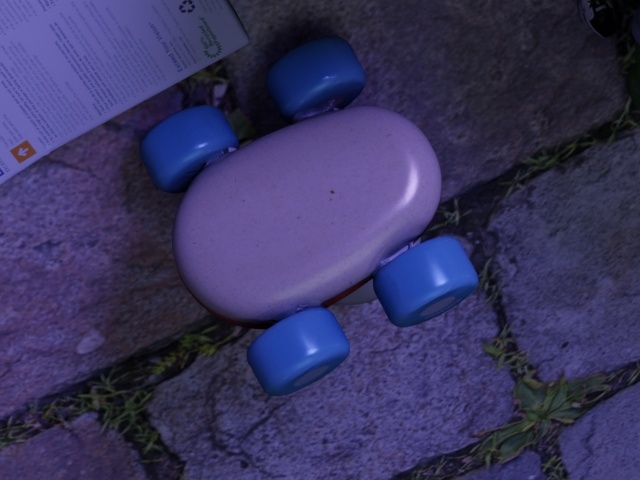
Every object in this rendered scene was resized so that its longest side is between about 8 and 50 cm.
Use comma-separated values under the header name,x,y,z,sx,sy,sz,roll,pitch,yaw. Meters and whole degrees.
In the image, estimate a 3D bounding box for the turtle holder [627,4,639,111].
name,x,y,z,sx,sy,sz,roll,pitch,yaw
turtle holder,0.343,-0.162,1.333,0.320,0.243,0.227,-30,127,-56

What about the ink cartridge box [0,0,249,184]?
name,x,y,z,sx,sy,sz,roll,pitch,yaw
ink cartridge box,-0.191,-0.165,1.226,0.224,0.045,0.223,-29,136,1

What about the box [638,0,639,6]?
name,x,y,z,sx,sy,sz,roll,pitch,yaw
box,0.347,-0.283,1.180,0.322,0.257,0.079,-8,149,3

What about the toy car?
name,x,y,z,sx,sy,sz,roll,pitch,yaw
toy car,0.000,0.000,1.404,0.210,0.219,0.238,-29,165,0

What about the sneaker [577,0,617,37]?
name,x,y,z,sx,sy,sz,roll,pitch,yaw
sneaker,0.217,-0.195,1.413,0.032,0.037,0.083,-30,135,4
